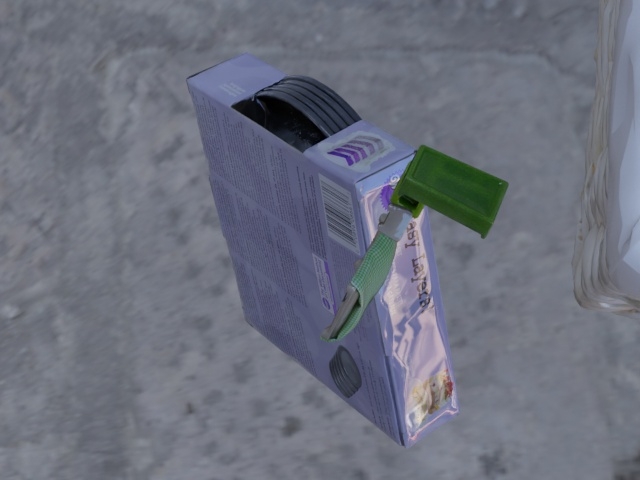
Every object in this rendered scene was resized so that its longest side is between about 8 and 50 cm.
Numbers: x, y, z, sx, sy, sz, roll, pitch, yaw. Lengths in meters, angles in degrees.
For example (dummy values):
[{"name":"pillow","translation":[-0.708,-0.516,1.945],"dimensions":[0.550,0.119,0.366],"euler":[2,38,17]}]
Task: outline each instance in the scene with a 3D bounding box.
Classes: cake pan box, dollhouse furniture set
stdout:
[{"name":"cake pan box","translation":[0.000,0.000,1.404],"dimensions":[0.070,0.246,0.267],"euler":[-29,126,-24]},{"name":"dollhouse furniture set","translation":[0.058,0.008,1.078],"dimensions":[0.058,0.152,0.076],"euler":[27,47,0]}]

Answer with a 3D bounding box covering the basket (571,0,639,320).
[{"name":"basket","translation":[0.269,-0.114,0.641],"dimensions":[0.331,0.266,0.328],"euler":[6,85,5]}]
